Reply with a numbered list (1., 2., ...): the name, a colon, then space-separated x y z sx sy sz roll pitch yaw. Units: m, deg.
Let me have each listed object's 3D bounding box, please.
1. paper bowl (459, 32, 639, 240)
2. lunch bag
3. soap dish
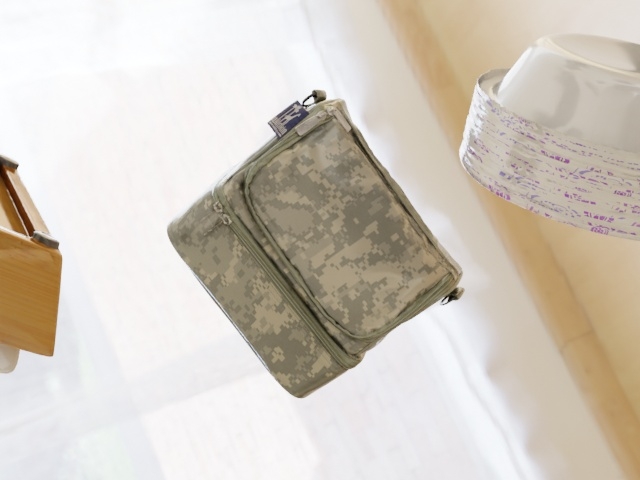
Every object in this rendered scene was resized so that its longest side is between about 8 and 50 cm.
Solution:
1. paper bowl: 0.293 -0.117 1.212 0.284 0.284 0.148 40 126 48
2. lunch bag: 0.000 0.000 1.471 0.256 0.212 0.305 -35 93 21
3. soap dish: -0.346 -0.017 1.014 0.118 0.229 0.291 -61 30 9
